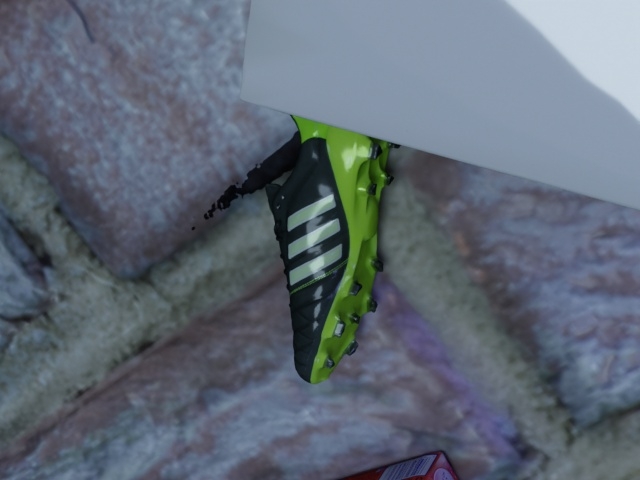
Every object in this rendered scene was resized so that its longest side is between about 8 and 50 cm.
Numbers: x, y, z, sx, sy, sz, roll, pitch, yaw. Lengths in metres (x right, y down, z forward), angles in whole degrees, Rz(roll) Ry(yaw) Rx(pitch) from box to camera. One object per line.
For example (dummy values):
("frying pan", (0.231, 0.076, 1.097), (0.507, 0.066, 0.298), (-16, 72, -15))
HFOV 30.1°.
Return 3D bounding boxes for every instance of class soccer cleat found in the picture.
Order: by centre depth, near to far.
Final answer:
("soccer cleat", (0.000, 0.000, 0.726), (0.072, 0.060, 0.179), (19, 111, 26))

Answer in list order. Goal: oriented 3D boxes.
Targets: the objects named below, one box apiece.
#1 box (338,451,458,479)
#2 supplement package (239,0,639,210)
("box", (-0.017, 0.250, 0.791), (0.257, 0.128, 0.122), (-22, 101, 28))
("supplement package", (0.117, -0.145, 0.562), (0.262, 0.145, 0.204), (17, 116, 16))
